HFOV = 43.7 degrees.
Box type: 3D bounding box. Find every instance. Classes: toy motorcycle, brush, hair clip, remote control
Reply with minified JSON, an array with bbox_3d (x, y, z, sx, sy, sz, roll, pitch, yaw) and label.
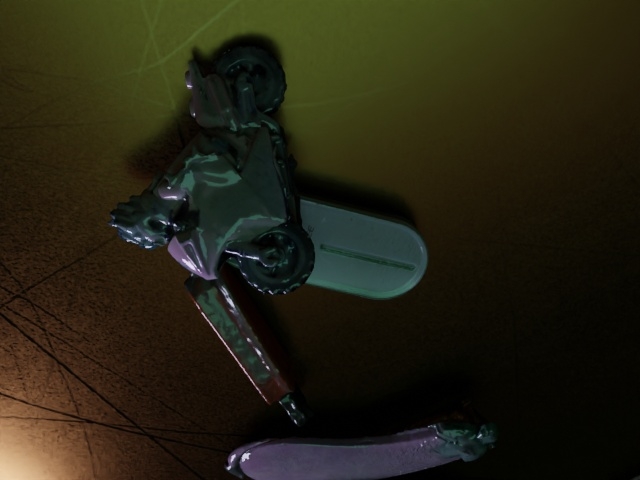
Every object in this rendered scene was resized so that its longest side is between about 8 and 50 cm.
[{"bbox_3d":[-0.119,-0.059,0.782,0.204,0.239,0.108,-9,163,7],"label":"toy motorcycle"},{"bbox_3d":[-0.097,0.097,0.925,0.051,0.070,0.323,-25,117,7],"label":"brush"},{"bbox_3d":[0.052,0.274,1.042,0.359,0.110,0.095,-17,80,9],"label":"hair clip"},{"bbox_3d":[0.000,0.000,0.885,0.247,0.052,0.104,14,116,-13],"label":"remote control"}]

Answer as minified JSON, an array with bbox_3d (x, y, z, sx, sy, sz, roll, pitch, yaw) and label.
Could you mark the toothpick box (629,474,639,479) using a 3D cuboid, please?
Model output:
[{"bbox_3d":[0.512,0.431,1.153,0.111,0.111,0.180,-36,116,15],"label":"toothpick box"}]
